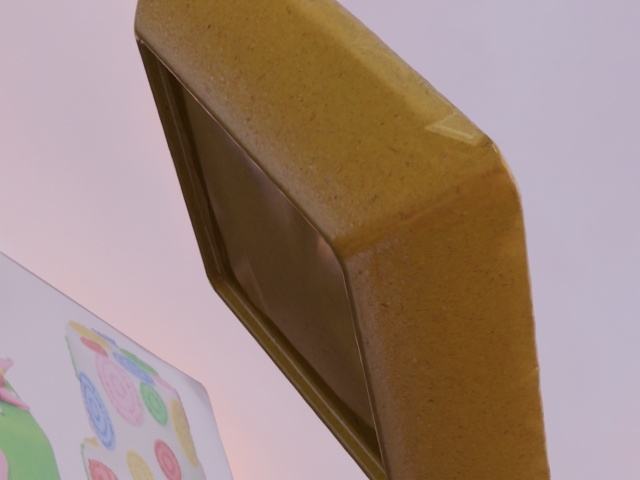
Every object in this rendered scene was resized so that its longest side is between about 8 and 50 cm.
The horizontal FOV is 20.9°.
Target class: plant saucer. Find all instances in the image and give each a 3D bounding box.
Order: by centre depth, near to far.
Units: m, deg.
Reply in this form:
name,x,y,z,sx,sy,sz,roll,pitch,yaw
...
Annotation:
name,x,y,z,sx,sy,sz,roll,pitch,yaw
plant saucer,0.000,0.000,1.014,0.333,0.081,0.332,47,-21,39

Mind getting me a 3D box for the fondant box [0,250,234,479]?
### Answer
name,x,y,z,sx,sy,sz,roll,pitch,yaw
fondant box,-0.075,0.144,0.319,0.238,0.096,0.330,42,25,-54
